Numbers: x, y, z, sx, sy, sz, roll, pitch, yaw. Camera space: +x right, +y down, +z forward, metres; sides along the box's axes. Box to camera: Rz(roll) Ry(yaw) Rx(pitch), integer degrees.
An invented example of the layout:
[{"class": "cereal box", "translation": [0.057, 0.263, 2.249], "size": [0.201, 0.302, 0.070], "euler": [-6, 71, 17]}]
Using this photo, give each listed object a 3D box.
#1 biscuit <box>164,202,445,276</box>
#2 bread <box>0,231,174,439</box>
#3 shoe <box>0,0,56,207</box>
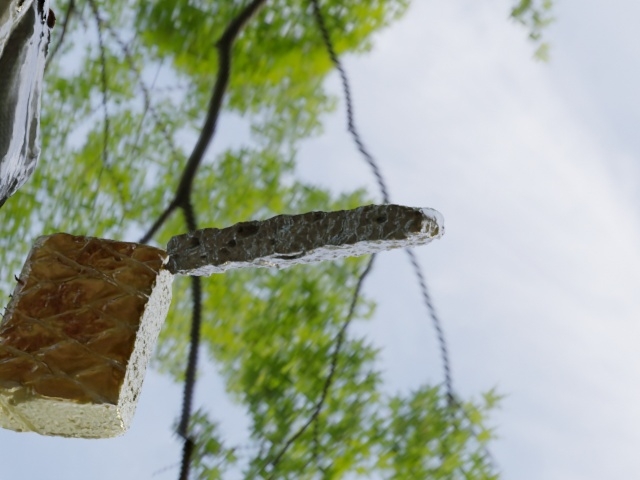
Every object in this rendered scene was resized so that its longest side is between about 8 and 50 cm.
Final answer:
[{"class": "biscuit", "translation": [0.000, -0.002, 1.348], "size": [0.141, 0.290, 0.038], "euler": [0, -97, -50]}, {"class": "bread", "translation": [-0.200, 0.078, 1.398], "size": [0.125, 0.068, 0.188], "euler": [3, -136, 11]}, {"class": "shoe", "translation": [-0.247, -0.051, 1.061], "size": [0.132, 0.171, 0.336], "euler": [9, -113, 10]}]
